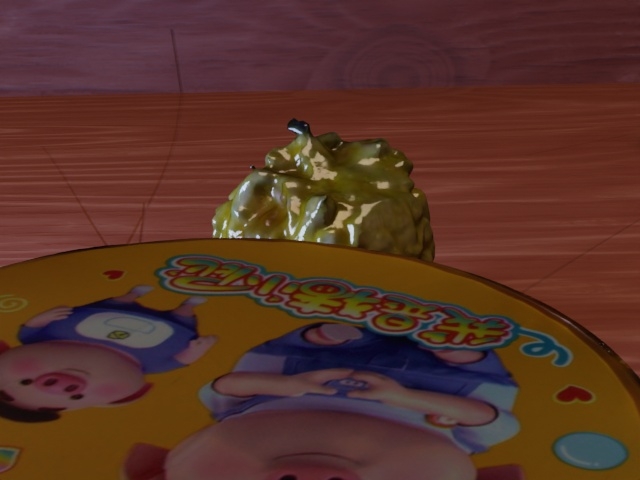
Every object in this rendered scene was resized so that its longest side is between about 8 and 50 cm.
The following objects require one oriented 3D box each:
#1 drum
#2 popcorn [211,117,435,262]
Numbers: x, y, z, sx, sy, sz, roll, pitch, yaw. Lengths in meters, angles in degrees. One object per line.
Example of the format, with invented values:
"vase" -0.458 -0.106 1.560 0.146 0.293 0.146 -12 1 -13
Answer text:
"drum" -0.057 0.170 0.734 0.431 0.214 0.431 -1 24 0
"popcorn" 0.005 -0.008 1.677 0.249 0.225 0.249 1 21 0
